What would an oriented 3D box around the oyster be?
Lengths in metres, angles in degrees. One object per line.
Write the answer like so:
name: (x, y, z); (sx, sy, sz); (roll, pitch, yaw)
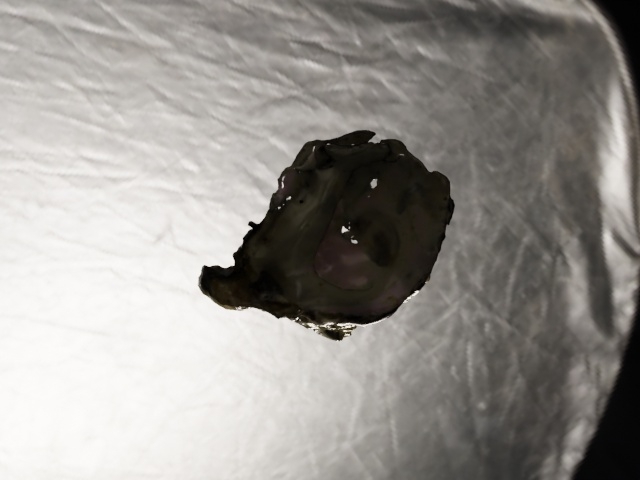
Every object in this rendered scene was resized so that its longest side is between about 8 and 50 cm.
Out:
oyster: (0.000, 0.000, 0.779); (0.191, 0.081, 0.163); (-8, 105, -13)
